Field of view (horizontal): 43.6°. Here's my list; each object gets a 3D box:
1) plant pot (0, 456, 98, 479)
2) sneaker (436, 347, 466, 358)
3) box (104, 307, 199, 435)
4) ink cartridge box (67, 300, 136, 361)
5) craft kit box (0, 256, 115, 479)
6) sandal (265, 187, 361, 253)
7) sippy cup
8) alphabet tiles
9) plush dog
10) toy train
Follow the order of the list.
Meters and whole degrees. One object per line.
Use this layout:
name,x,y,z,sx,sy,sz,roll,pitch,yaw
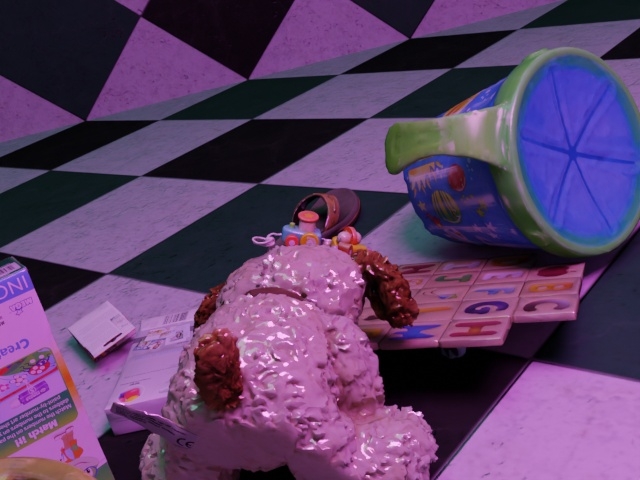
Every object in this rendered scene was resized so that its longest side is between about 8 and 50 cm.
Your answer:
plant pot,-0.135,0.249,0.348,0.276,0.254,0.276,-11,23,5
sneaker,0.142,0.085,0.839,0.069,0.038,0.098,-22,25,-16
box,-0.146,0.134,0.895,0.145,0.038,0.186,-13,22,5
ink cartridge box,-0.268,0.118,1.000,0.063,0.029,0.115,-37,30,-20
craft kit box,-0.309,0.174,0.631,0.250,0.246,0.061,-26,23,-28
sandal,-0.012,-0.033,1.170,0.090,0.060,0.219,4,29,35
sippy cup,0.228,-0.088,0.960,0.224,0.305,0.240,-9,42,56
alphabet tiles,0.103,0.063,0.862,0.342,0.011,0.285,-6,11,23
plush dog,-0.039,0.090,0.683,0.262,0.210,0.225,-8,36,18
toy train,0.000,0.000,1.027,0.166,0.046,0.125,20,17,32
